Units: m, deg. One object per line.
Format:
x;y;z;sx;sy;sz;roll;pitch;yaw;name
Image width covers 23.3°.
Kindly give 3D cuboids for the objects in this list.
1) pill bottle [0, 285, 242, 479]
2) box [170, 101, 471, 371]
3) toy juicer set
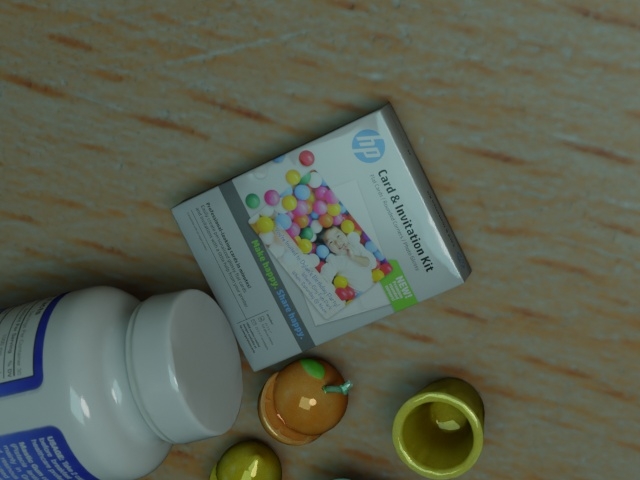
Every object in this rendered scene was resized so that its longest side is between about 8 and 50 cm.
-0.203;0.120;1.197;0.272;0.152;0.152;-14;100;22;pill bottle
0.000;0.000;1.177;0.186;0.038;0.145;-24;98;19;box
0.002;0.247;1.213;0.209;0.089;0.329;14;108;12;toy juicer set
